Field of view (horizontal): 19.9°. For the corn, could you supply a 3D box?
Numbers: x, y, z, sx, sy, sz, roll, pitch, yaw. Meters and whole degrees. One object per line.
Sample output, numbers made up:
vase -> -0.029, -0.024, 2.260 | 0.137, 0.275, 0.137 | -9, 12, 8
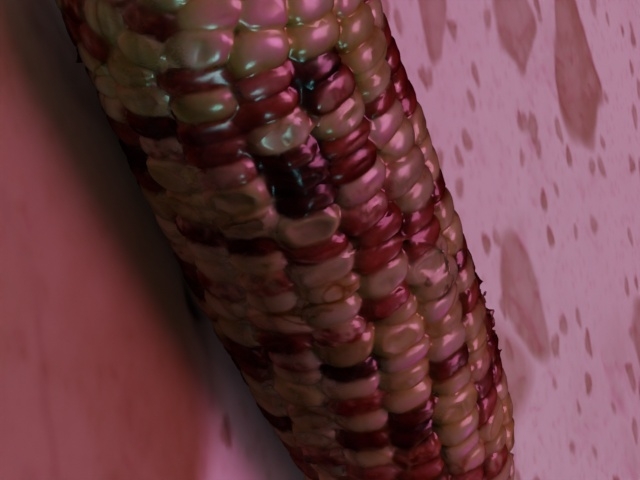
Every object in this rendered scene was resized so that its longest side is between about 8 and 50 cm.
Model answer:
corn -> 0.000, 0.000, 0.537 | 0.086, 0.086, 0.253 | -68, 144, -48
